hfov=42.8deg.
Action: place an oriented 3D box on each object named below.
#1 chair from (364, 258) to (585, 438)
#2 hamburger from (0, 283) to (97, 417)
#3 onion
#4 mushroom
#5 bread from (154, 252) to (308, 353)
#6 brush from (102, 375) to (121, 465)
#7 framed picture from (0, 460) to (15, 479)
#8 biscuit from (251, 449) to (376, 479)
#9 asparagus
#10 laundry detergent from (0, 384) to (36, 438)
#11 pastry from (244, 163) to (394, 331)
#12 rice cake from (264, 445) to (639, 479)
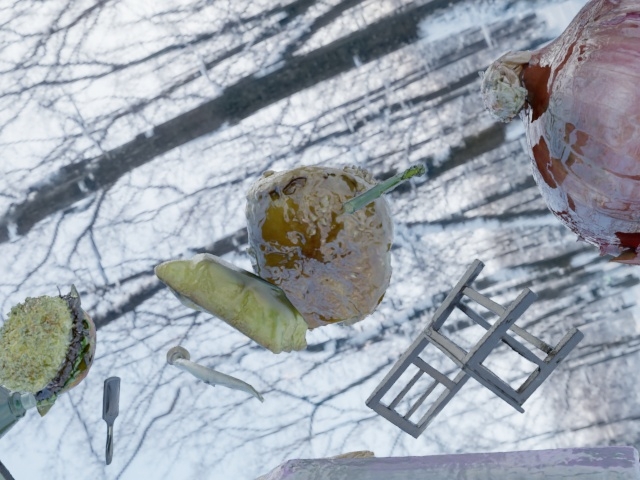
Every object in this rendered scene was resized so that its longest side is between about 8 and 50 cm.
[{"bbox_3d":[0.321,0.280,1.762,0.203,0.416,0.240,36,-179,-27],"label":"chair"},{"bbox_3d":[-0.563,0.213,1.668,0.139,0.262,0.243,30,-159,-48],"label":"hamburger"},{"bbox_3d":[0.393,-0.140,0.984,0.353,0.354,0.353,57,-160,-34],"label":"onion"},{"bbox_3d":[-0.191,0.215,1.341,0.068,0.306,0.043,-5,-82,-31],"label":"mushroom"},{"bbox_3d":[-0.124,0.084,1.203,0.233,0.088,0.161,27,176,14],"label":"bread"},{"bbox_3d":[-0.463,0.398,1.806,0.063,0.016,0.193,12,-99,-68],"label":"brush"},{"bbox_3d":[-0.538,0.434,1.186,0.324,0.244,0.013,48,171,10],"label":"framed picture"},{"bbox_3d":[-0.068,0.479,1.589,0.269,0.376,0.051,147,105,-77],"label":"biscuit"},{"bbox_3d":[0.070,-0.056,0.848,0.127,0.018,0.015,-29,-98,-39],"label":"asparagus"},{"bbox_3d":[-0.510,0.251,1.159,0.063,0.211,0.137,71,178,-66],"label":"laundry detergent"},{"bbox_3d":[0.000,0.000,1.367,0.162,0.255,0.310,-71,-11,-54],"label":"pastry"},{"bbox_3d":[0.124,0.243,0.792,0.070,0.399,0.064,-64,-35,-64],"label":"rice cake"}]
